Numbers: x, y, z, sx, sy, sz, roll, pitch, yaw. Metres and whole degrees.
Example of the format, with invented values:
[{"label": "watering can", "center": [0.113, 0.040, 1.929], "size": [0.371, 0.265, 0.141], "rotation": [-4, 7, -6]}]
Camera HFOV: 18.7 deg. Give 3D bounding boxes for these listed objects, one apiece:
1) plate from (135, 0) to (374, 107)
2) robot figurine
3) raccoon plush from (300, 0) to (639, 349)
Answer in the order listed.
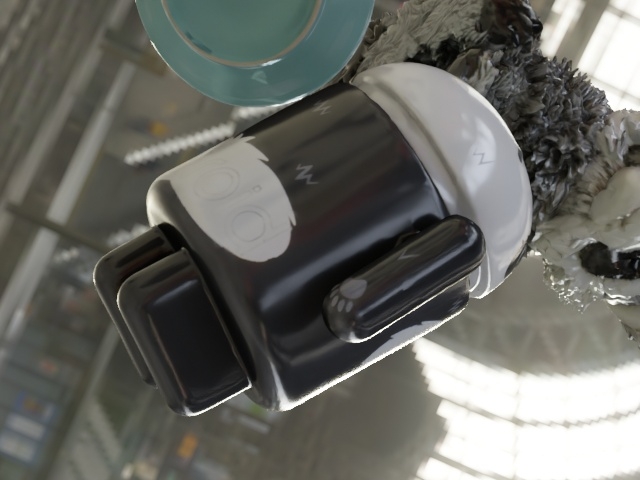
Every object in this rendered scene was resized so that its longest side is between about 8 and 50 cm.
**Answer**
[{"label": "plate", "center": [-0.052, -0.185, 1.356], "size": [0.188, 0.188, 0.024], "rotation": [-64, 164, 19]}, {"label": "robot figurine", "center": [0.002, 0.002, 1.237], "size": [0.278, 0.209, 0.173], "rotation": [-29, 151, -14]}, {"label": "raccoon plush", "center": [0.174, -0.098, 1.666], "size": [0.216, 0.299, 0.446], "rotation": [-53, -155, 17]}]
